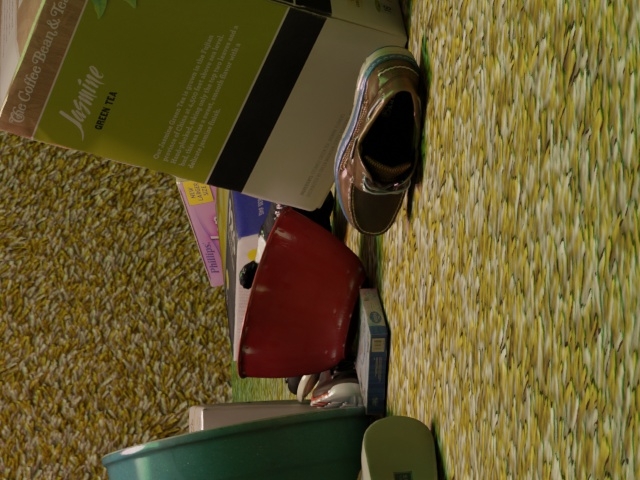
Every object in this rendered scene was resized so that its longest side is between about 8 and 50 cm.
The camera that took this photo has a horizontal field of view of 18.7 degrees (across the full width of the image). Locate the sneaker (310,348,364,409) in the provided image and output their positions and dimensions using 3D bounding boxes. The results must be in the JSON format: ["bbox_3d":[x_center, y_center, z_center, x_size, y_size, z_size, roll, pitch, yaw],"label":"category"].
[{"bbox_3d":[0.020,0.141,1.990,0.158,0.061,0.065,140,136,-81],"label":"sneaker"}]

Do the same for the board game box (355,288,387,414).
[{"bbox_3d":[0.049,0.107,1.881,0.090,0.020,0.090,-104,14,-61],"label":"board game box"}]

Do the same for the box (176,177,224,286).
[{"bbox_3d":[-0.133,-0.098,2.832,0.243,0.117,0.214,-96,-6,-47],"label":"box"}]

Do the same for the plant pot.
[{"bbox_3d":[-0.060,0.313,1.902,0.271,0.271,0.255,120,140,-77],"label":"plant pot"}]

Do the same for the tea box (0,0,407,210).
[{"bbox_3d":[-0.122,-0.241,1.822,0.329,0.323,0.220,-98,29,-49],"label":"tea box"}]

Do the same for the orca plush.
[{"bbox_3d":[0.000,0.000,2.179,0.151,0.102,0.287,-37,-22,-39],"label":"orca plush"}]

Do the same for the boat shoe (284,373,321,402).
[{"bbox_3d":[-0.027,0.120,2.130,0.084,0.079,0.233,-58,4,5],"label":"boat shoe"}]

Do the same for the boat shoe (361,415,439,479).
[{"bbox_3d":[0.067,0.243,1.542,0.227,0.079,0.081,-89,-4,-50],"label":"boat shoe"}]

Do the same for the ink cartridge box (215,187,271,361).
[{"bbox_3d":[-0.093,-0.055,2.488,0.304,0.072,0.307,-97,7,-46],"label":"ink cartridge box"}]

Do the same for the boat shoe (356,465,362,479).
[{"bbox_3d":[0.054,0.264,1.636,0.080,0.073,0.224,83,-160,-50],"label":"boat shoe"}]

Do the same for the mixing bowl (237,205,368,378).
[{"bbox_3d":[-0.010,0.064,1.949,0.181,0.098,0.181,14,-90,-82],"label":"mixing bowl"}]

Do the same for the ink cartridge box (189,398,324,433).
[{"bbox_3d":[-0.059,0.268,2.198,0.232,0.168,0.171,148,121,-82],"label":"ink cartridge box"}]

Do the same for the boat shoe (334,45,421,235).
[{"bbox_3d":[0.050,-0.072,1.654,0.066,0.066,0.183,-102,13,-53],"label":"boat shoe"}]
